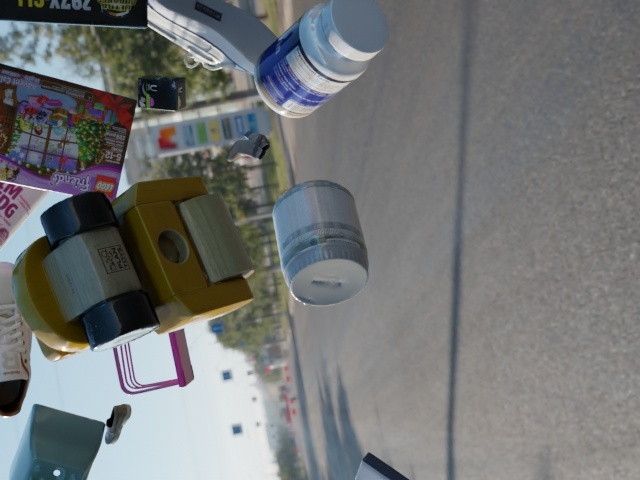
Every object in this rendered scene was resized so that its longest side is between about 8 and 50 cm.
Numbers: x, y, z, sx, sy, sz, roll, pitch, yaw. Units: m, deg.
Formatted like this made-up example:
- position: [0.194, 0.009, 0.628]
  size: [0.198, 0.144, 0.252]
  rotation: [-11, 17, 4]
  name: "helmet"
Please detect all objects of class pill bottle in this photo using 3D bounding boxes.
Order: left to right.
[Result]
- position: [-0.655, -0.109, 1.775]
  size: [0.283, 0.160, 0.160]
  rotation: [-57, -16, -23]
  name: "pill bottle"
- position: [0.001, -0.345, 1.607]
  size: [0.265, 0.153, 0.153]
  rotation: [-28, 70, 52]
  name: "pill bottle"

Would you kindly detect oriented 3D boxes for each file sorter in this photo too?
- position: [-0.481, 0.329, 2.488]
  size: [0.290, 0.182, 0.202]
  rotation: [123, 135, -84]
  name: "file sorter"

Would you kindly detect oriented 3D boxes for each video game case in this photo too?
- position: [0.139, 0.503, 1.558]
  size: [0.196, 0.026, 0.274]
  rotation: [32, 144, 17]
  name: "video game case"

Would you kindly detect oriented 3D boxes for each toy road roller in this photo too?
- position: [-0.283, 0.052, 1.240]
  size: [0.330, 0.241, 0.202]
  rotation: [-14, -102, -51]
  name: "toy road roller"

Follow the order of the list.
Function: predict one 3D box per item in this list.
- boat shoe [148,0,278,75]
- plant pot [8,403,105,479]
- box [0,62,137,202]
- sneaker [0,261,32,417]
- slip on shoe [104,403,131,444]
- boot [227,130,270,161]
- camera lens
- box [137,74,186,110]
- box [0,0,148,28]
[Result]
- position: [-0.255, -0.450, 1.954]
  size: [0.156, 0.367, 0.135]
  rotation: [-29, 46, 49]
  name: "boat shoe"
- position: [-0.556, 0.473, 1.815]
  size: [0.234, 0.166, 0.165]
  rotation: [-155, 85, -74]
  name: "plant pot"
- position: [-0.492, -0.192, 1.554]
  size: [0.057, 0.293, 0.200]
  rotation: [17, 96, 55]
  name: "box"
- position: [-0.567, 0.186, 1.586]
  size: [0.123, 0.106, 0.290]
  rotation: [28, 119, 55]
  name: "sneaker"
- position: [-0.491, 0.436, 2.051]
  size: [0.135, 0.041, 0.051]
  rotation: [-53, 43, 34]
  name: "slip on shoe"
- position: [-0.197, -0.250, 2.411]
  size: [0.087, 0.118, 0.042]
  rotation: [39, -176, 28]
  name: "boot"
- position: [0.000, 0.000, 2.195]
  size: [0.219, 0.220, 0.274]
  rotation: [84, 175, -50]
  name: "camera lens"
- position: [-0.315, -0.294, 1.723]
  size: [0.052, 0.083, 0.062]
  rotation: [-57, -28, -68]
  name: "box"
- position: [-0.439, -0.476, 1.381]
  size: [0.079, 0.322, 0.257]
  rotation: [-147, 57, -67]
  name: "box"
